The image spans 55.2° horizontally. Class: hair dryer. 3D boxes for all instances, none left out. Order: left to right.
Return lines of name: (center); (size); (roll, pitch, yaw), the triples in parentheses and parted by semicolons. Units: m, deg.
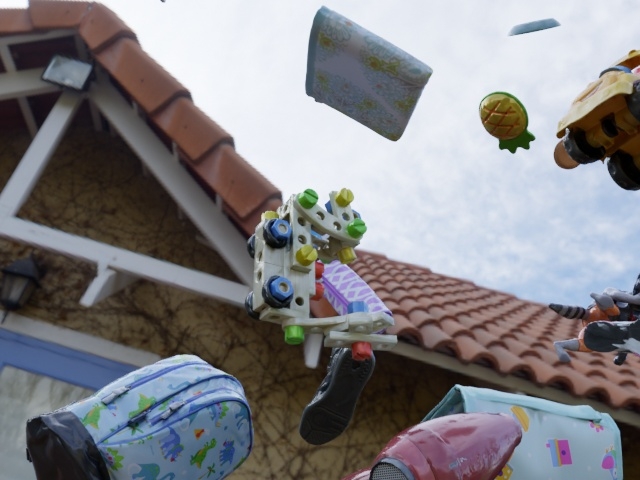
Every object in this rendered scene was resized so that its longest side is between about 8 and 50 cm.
hair dryer: (0.061, 0.221, 0.592); (0.293, 0.080, 0.223); (-15, -9, -6)

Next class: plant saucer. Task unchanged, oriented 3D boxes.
plant saucer: (0.487, -0.490, 1.399); (0.119, 0.119, 0.021); (-3, -70, 26)
plant saucer: (0.624, -0.218, 1.529); (0.083, 0.083, 0.013); (22, 10, -12)

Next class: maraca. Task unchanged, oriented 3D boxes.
maraca: (0.491, -0.310, 1.612); (0.127, 0.099, 0.186); (-11, -59, 48)

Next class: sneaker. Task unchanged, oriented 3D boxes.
sneaker: (0.037, 0.282, 1.177); (0.087, 0.227, 0.130); (26, 12, 3)
sneaker: (0.542, 0.161, 1.026); (0.077, 0.072, 0.178); (3, 1, -34)

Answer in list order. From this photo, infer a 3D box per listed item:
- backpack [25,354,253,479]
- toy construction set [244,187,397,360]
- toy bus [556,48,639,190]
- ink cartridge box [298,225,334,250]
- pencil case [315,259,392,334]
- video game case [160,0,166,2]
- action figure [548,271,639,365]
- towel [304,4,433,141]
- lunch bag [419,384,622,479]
backpack: (-0.295, 0.364, 1.108); (0.273, 0.355, 0.290); (7, -68, 26)
toy construction set: (-0.002, 0.051, 0.970); (0.215, 0.328, 0.151); (17, -50, -28)
toy bus: (0.479, -0.207, 0.912); (0.220, 0.211, 0.149); (23, -26, -16)
ink cartridge box: (0.000, 0.000, 1.388); (0.122, 0.052, 0.088); (-16, -17, -41)
pencil case: (0.056, 0.112, 1.248); (0.206, 0.086, 0.088); (42, 12, 35)
video game case: (-0.355, -0.602, 1.348); (0.011, 0.122, 0.087); (7, -3, 11)
action figure: (0.758, 0.161, 1.604); (0.330, 0.341, 0.178); (-3, 24, -46)
towel: (0.115, -0.427, 1.624); (0.320, 0.090, 0.374); (28, -15, 4)
lunch bag: (0.216, 0.304, 0.714); (0.223, 0.262, 0.160); (15, 3, -14)
